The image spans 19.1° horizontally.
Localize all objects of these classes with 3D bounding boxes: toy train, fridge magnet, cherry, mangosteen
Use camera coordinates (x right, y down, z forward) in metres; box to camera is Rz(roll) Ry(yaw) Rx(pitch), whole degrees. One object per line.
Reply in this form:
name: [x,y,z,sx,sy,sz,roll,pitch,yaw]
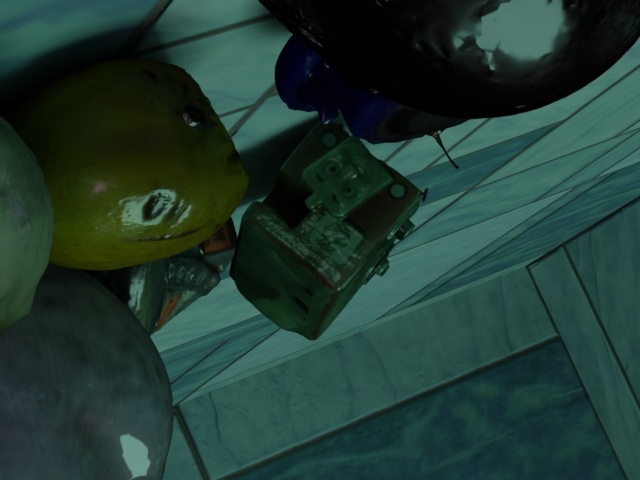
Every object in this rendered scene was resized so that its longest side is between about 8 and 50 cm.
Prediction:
toy train: [0.000,0.000,1.807,0.159,0.129,0.326,-49,176,-14]
fridge magnet: [0.094,-0.150,1.295,0.265,0.113,0.265,-25,170,-5]
cherry: [-0.269,0.132,1.314,0.326,0.291,0.335,-18,138,17]
mangosteen: [0.073,-0.178,0.832,0.250,0.211,0.211,-55,170,1]

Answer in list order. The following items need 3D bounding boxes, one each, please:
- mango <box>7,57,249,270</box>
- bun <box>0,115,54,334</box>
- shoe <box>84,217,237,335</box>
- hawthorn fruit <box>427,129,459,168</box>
mango: [-0.135,-0.044,1.272,0.167,0.130,0.262,-17,176,0]
bun: [-0.277,0.011,1.076,0.273,0.168,0.273,-17,168,-4]
shoe: [-0.144,0.017,1.668,0.171,0.132,0.336,-27,175,-17]
hawthorn fruit: [0.089,-0.105,1.616,0.066,0.103,0.067,-16,167,-4]
